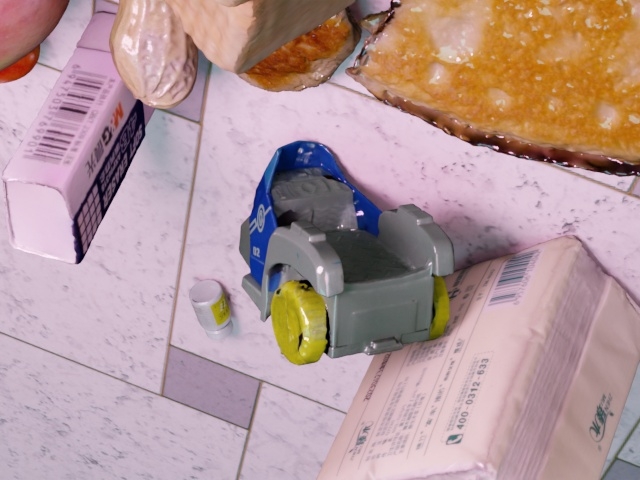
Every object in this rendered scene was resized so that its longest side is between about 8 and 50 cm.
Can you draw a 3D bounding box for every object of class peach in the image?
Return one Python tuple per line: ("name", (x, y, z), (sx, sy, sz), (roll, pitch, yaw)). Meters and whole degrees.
("peach", (-0.387, -0.231, 1.799), (0.101, 0.100, 0.100), (15, 142, 12))

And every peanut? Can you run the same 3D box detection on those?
("peanut", (-0.182, -0.246, 1.640), (0.090, 0.099, 0.214), (-143, 50, -59))

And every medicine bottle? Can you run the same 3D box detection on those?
("medicine bottle", (-0.150, 0.096, 2.098), (0.047, 0.047, 0.083), (6, 139, 23))

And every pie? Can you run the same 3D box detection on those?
("pie", (-0.044, -0.228, 1.632), (0.163, 0.079, 0.193), (37, 142, -21))

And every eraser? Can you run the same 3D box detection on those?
("eraser", (-0.262, -0.120, 1.704), (0.086, 0.287, 0.130), (13, 140, 10))

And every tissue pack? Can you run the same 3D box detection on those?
("tissue pack", (0.186, 0.204, 1.775), (0.297, 0.380, 0.207), (-18, 121, 43))

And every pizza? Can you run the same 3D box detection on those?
("pizza", (0.212, -0.192, 1.535), (0.392, 0.080, 0.435), (-14, 127, 39))

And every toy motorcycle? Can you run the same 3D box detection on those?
("toy motorcycle", (0.000, 0.000, 1.771), (0.326, 0.191, 0.199), (39, 131, 52))

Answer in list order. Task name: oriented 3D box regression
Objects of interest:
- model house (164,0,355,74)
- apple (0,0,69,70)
("model house", (-0.064, -0.385, 1.286), (0.342, 0.335, 0.382), (51, 160, 7))
("apple", (-0.409, -0.296, 1.612), (0.306, 0.235, 0.305), (16, 140, 14))
